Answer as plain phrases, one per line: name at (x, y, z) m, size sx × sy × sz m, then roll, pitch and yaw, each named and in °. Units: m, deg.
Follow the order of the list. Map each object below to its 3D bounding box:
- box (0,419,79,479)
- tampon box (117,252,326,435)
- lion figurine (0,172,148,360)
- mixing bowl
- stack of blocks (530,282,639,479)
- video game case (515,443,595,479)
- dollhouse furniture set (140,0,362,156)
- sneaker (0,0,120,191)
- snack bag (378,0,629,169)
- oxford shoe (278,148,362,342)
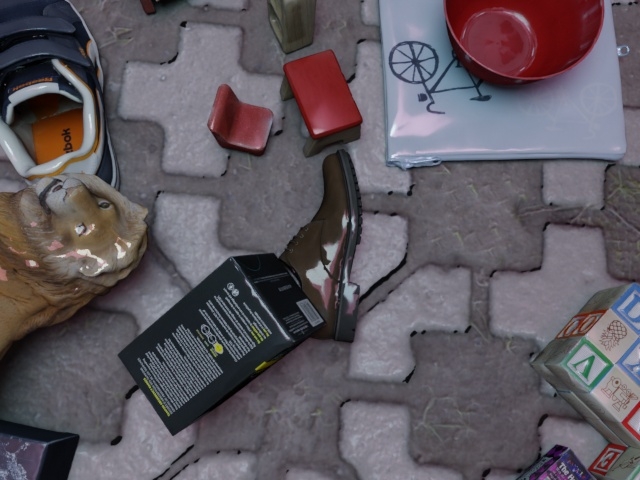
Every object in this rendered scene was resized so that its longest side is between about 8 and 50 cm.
box at (-0.359, 0.266, 0.604) m, size 0.156 × 0.093 × 0.158 m, roll 11°, pitch 76°, yaw 0°
tampon box at (-0.097, 0.102, 0.612) m, size 0.161 × 0.120 × 0.101 m, roll -40°, pitch 81°, yaw 13°
lion figurine at (-0.352, 0.087, 0.566) m, size 0.240 × 0.142 × 0.392 m, roll 28°, pitch 80°, yaw 1°
mixing bowl at (0.227, -0.256, 0.705) m, size 0.182 × 0.098 × 0.181 m, roll 0°, pitch 80°, yaw -1°
stack of blocks at (0.384, 0.213, 0.651) m, size 0.171 × 0.087 × 0.297 m, roll -43°, pitch 83°, yaw -10°
video game case at (0.259, 0.380, 0.632) m, size 0.210 × 0.042 × 0.232 m, roll -36°, pitch 82°, yaw -9°
dollhouse furniture set at (-0.105, -0.276, 0.702) m, size 0.202 × 0.152 × 0.373 m, roll -21°, pitch 79°, yaw -7°
sneaker at (-0.322, -0.193, 0.690) m, size 0.126 × 0.127 × 0.320 m, roll -22°, pitch 78°, yaw -6°
snack bag at (0.237, -0.258, 0.774) m, size 0.324 × 0.037 × 0.342 m, roll -2°, pitch 81°, yaw -2°
oxford shoe at (0.000, 0.000, 0.684) m, size 0.096 × 0.083 × 0.227 m, roll 5°, pitch 77°, yaw 0°
